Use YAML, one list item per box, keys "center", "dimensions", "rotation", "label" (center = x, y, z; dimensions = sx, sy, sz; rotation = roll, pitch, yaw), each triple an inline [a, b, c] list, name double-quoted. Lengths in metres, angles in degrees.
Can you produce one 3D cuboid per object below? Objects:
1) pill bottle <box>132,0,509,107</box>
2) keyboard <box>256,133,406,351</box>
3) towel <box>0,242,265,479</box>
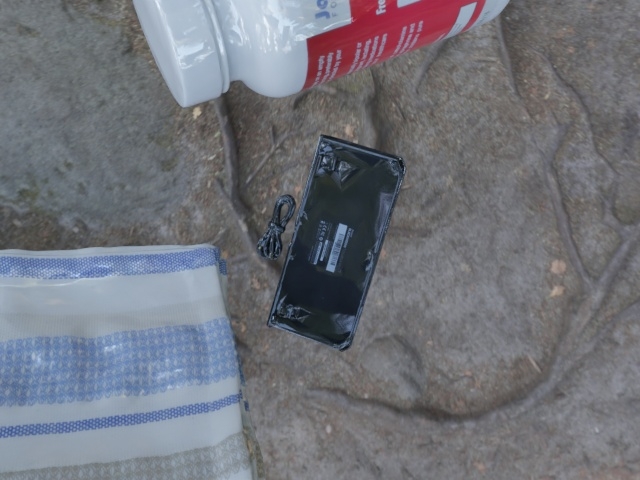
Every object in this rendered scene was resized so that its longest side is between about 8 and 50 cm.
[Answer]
- center: [0.002, -0.302, 0.756]
  dimensions: [0.408, 0.229, 0.228]
  rotation: [-24, 111, -14]
  label: "pill bottle"
- center: [0.000, 0.000, 0.583]
  dimensions: [0.108, 0.023, 0.180]
  rotation: [18, 101, 9]
  label: "keyboard"
- center: [-0.142, 0.100, 0.389]
  dimensions: [0.209, 0.285, 0.034]
  rotation: [-2, 130, -16]
  label: "towel"
